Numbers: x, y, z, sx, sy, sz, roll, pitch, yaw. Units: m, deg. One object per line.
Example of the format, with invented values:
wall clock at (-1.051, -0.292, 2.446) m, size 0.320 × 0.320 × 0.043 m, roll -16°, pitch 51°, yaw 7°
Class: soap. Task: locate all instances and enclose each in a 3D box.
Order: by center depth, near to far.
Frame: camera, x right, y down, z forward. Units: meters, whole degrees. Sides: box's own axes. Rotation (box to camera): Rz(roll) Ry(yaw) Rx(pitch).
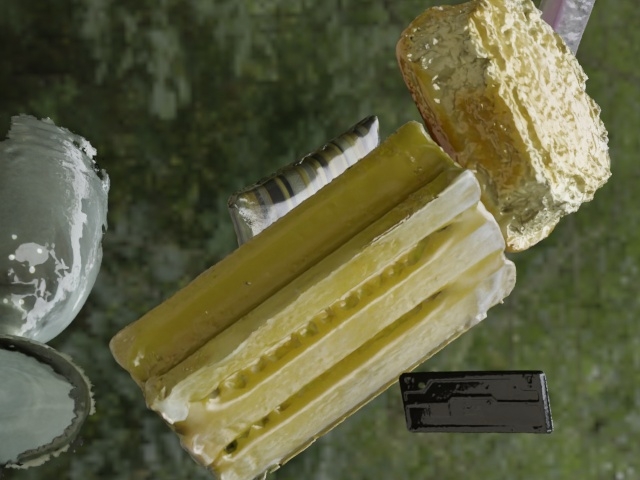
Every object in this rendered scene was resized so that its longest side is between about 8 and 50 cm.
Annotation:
soap at (0.001, 0.059, 1.366) m, size 0.091 × 0.315 × 0.199 m, roll 51°, pitch -3°, yaw 35°

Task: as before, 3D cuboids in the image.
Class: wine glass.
wine glass at (-0.297, 0.038, 1.582) m, size 0.357 × 0.190 × 0.190 m, roll -94°, pitch -179°, yaw -50°

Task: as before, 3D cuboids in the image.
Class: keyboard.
keyboard at (0.124, 0.132, 1.348) m, size 0.010 × 0.155 × 0.053 m, roll -11°, pitch 94°, yaw -44°

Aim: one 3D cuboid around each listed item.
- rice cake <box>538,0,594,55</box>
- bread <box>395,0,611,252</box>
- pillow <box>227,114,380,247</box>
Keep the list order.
rice cake at (0.275, -0.208, 2.060) m, size 0.072 × 0.056 × 0.365 m, roll -105°, pitch -156°, yaw -51°
bread at (0.174, -0.116, 1.559) m, size 0.174 × 0.121 × 0.245 m, roll -34°, pitch 101°, yaw -46°
pillow at (0.000, 0.000, 1.751) m, size 0.212 × 0.052 × 0.208 m, roll -33°, pitch 127°, yaw -33°
